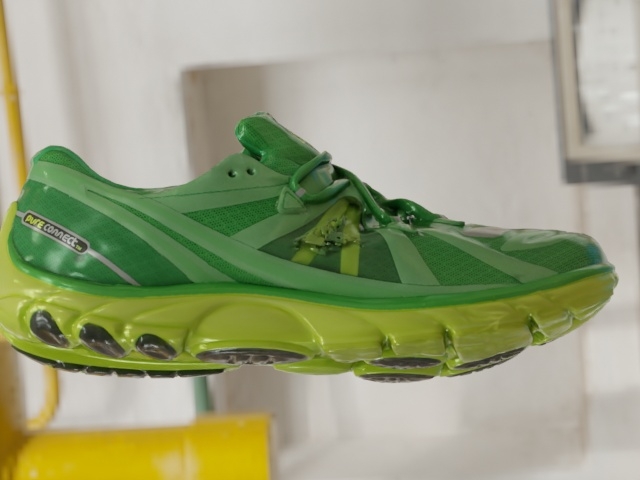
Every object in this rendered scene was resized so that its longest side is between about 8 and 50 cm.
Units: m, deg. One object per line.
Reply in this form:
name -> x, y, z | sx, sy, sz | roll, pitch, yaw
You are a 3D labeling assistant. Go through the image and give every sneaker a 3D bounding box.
sneaker -> 0.000, 0.000, 0.812 | 0.109, 0.296, 0.123 | 131, 140, -70
